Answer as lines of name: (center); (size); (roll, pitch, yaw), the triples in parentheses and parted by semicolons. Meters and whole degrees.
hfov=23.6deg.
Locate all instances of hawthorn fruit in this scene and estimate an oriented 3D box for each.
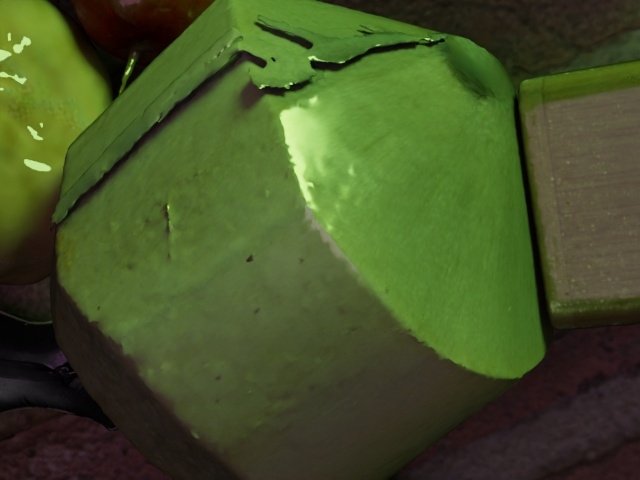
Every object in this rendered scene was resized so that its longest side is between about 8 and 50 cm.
hawthorn fruit: (-0.113, -0.171, 1.040); (0.125, 0.125, 0.140); (17, 103, 16)

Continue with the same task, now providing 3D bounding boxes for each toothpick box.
toothpick box: (0.286, -0.045, 0.889); (0.308, 0.190, 0.187); (-7, 97, 19)

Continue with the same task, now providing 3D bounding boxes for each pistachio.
pistachio: (-0.284, -0.091, 1.065); (0.321, 0.229, 0.238); (31, 140, 21)

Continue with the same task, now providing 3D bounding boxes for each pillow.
pillow: (-0.207, 0.093, 1.149); (0.135, 0.055, 0.091); (2, 130, 21)

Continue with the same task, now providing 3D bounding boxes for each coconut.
coconut: (0.000, 0.000, 0.936); (0.323, 0.323, 0.323); (3, 98, 18)
